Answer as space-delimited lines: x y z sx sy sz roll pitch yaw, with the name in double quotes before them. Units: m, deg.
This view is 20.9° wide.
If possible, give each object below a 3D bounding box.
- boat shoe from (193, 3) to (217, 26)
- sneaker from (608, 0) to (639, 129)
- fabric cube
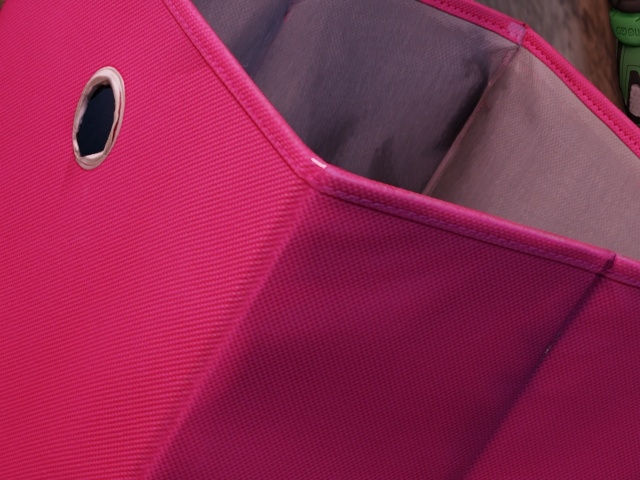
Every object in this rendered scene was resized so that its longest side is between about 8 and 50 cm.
"boat shoe" -0.052 -0.230 0.812 0.122 0.120 0.324 36 75 -23
"sneaker" 0.321 -0.134 1.173 0.344 0.134 0.146 -10 108 -33
"fabric cube" -0.013 0.039 0.698 0.259 0.254 0.258 16 116 -35
